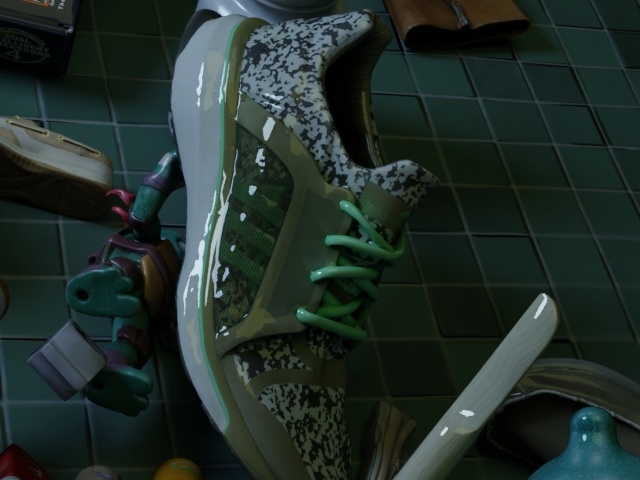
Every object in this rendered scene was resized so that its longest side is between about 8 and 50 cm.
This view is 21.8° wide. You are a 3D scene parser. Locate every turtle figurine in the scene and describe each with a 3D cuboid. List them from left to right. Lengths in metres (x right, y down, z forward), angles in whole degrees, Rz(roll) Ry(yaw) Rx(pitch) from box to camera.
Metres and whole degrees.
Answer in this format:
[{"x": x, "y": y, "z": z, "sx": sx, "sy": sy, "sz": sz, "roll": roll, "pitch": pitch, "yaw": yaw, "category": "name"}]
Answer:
[{"x": -0.124, "y": 0.031, "z": 1.297, "sx": 0.118, "sy": 0.175, "sz": 0.234, "roll": -17, "pitch": 17, "yaw": 23, "category": "turtle figurine"}]

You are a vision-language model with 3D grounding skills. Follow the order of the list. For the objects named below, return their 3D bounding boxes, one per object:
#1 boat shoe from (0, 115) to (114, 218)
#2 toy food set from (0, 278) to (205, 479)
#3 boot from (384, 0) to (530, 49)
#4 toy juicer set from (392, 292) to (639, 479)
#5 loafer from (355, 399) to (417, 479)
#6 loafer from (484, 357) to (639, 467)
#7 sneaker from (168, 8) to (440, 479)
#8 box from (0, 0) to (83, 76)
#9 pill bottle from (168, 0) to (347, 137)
[{"x": -0.253, "y": -0.072, "z": 1.392, "sx": 0.170, "sy": 0.063, "sz": 0.059, "roll": 23, "pitch": 40, "yaw": -12, "category": "boat shoe"}, {"x": -0.186, "y": 0.127, "z": 1.141, "sx": 0.111, "sy": 0.104, "sz": 0.232, "roll": -41, "pitch": 96, "yaw": -1, "category": "toy food set"}, {"x": 0.148, "y": -0.330, "z": 1.771, "sx": 0.264, "sy": 0.096, "sz": 0.280, "roll": -10, "pitch": 52, "yaw": -29, "category": "boot"}, {"x": 0.161, "y": 0.230, "z": 1.170, "sx": 0.329, "sy": 0.209, "sz": 0.089, "roll": 61, "pitch": 12, "yaw": 18, "category": "toy juicer set"}, {"x": 0.051, "y": 0.173, "z": 1.271, "sx": 0.039, "sy": 0.045, "sz": 0.125, "roll": 22, "pitch": 40, "yaw": -8, "category": "loafer"}, {"x": 0.240, "y": 0.169, "z": 1.307, "sx": 0.251, "sy": 0.094, "sz": 0.087, "roll": 18, "pitch": 39, "yaw": -3, "category": "loafer"}, {"x": 0.000, "y": 0.000, "z": 1.231, "sx": 0.158, "sy": 0.182, "sz": 0.410, "roll": 17, "pitch": 62, "yaw": -58, "category": "sneaker"}, {"x": -0.346, "y": -0.370, "z": 1.534, "sx": 0.318, "sy": 0.097, "sz": 0.395, "roll": 13, "pitch": 66, "yaw": -7, "category": "box"}, {"x": -0.047, "y": -0.173, "z": 1.442, "sx": 0.131, "sy": 0.229, "sz": 0.131, "roll": 11, "pitch": 45, "yaw": -11, "category": "pill bottle"}]
